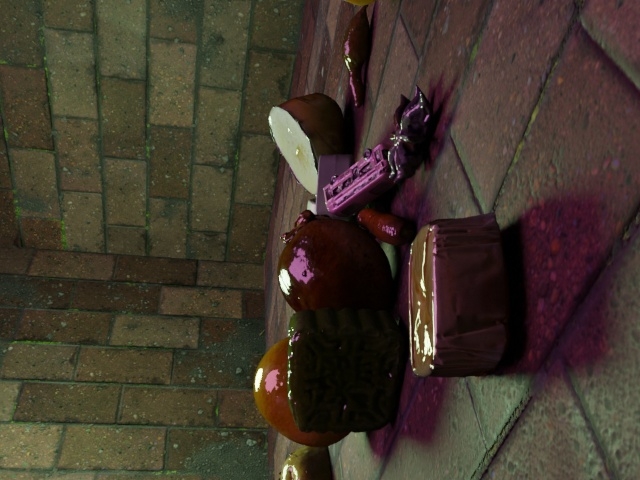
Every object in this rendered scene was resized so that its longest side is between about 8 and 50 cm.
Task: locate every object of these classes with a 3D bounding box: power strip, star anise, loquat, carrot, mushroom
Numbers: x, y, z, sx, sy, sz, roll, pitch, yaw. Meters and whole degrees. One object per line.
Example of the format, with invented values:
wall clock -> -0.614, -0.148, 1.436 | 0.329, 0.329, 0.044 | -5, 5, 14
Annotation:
power strip -> 0.028, -0.061, 1.634 | 0.229, 0.141, 0.261 | 40, -128, -76
star anise -> 0.167, -0.200, 1.251 | 0.181, 0.061, 0.205 | -100, 17, -57
loquat -> -0.019, 0.327, 1.518 | 0.275, 0.274, 0.275 | -176, 90, -80
carrot -> 0.126, -0.029, 1.339 | 0.186, 0.060, 0.060 | -156, 70, -65
mushroom -> 0.012, 0.063, 1.429 | 0.283, 0.195, 0.263 | 57, 146, 34

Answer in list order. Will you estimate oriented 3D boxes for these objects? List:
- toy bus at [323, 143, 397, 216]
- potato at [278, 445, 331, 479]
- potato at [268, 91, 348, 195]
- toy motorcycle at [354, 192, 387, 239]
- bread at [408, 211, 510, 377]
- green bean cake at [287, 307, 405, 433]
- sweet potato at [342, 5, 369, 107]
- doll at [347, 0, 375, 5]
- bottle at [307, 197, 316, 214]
toy bus -> 0.089, -0.125, 1.427 | 0.203, 0.063, 0.090 | -36, 53, 40
potato -> -0.044, 0.650, 1.884 | 0.243, 0.138, 0.098 | -108, 29, -59
potato -> -0.001, -0.300, 1.963 | 0.300, 0.196, 0.246 | 60, 161, 17
toy motorcycle -> 0.119, -0.095, 1.490 | 0.106, 0.074, 0.190 | 128, 146, -58
bread -> 0.185, 0.080, 0.899 | 0.192, 0.109, 0.210 | 105, 167, -72
green bean cake -> 0.043, 0.261, 1.310 | 0.125, 0.222, 0.248 | -106, 18, -69
sweet potato -> 0.093, -0.494, 1.782 | 0.075, 0.074, 0.270 | -132, 43, -76
doll -> 0.105, -0.662, 1.530 | 0.236, 0.213, 0.214 | -36, -31, -42
bottle -> 0.000, 0.000, 2.002 | 0.104, 0.104, 0.245 | -118, 33, -72
